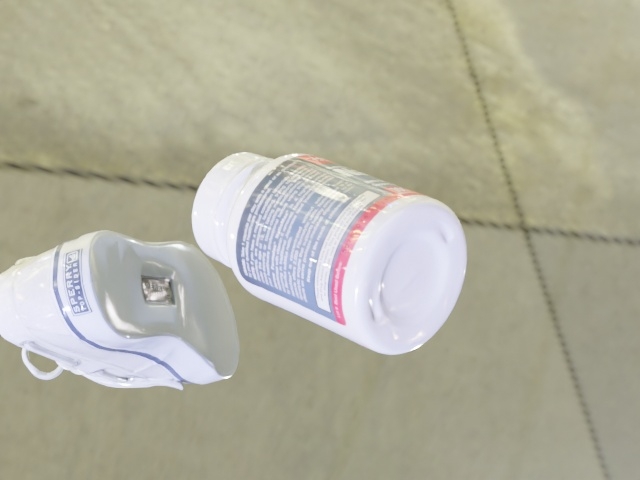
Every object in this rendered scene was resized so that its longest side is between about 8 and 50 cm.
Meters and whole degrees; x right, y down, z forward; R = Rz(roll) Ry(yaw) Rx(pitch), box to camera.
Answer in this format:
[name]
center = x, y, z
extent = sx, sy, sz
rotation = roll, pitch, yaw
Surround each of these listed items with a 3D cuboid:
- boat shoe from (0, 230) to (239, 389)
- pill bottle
[boat shoe]
center = -0.199, 0.078, 1.638
extent = 0.367, 0.156, 0.136
rotation = 19, 60, -71
[pill bottle]
center = 0.000, 0.000, 1.206
extent = 0.108, 0.108, 0.180
rotation = -20, 30, -40
